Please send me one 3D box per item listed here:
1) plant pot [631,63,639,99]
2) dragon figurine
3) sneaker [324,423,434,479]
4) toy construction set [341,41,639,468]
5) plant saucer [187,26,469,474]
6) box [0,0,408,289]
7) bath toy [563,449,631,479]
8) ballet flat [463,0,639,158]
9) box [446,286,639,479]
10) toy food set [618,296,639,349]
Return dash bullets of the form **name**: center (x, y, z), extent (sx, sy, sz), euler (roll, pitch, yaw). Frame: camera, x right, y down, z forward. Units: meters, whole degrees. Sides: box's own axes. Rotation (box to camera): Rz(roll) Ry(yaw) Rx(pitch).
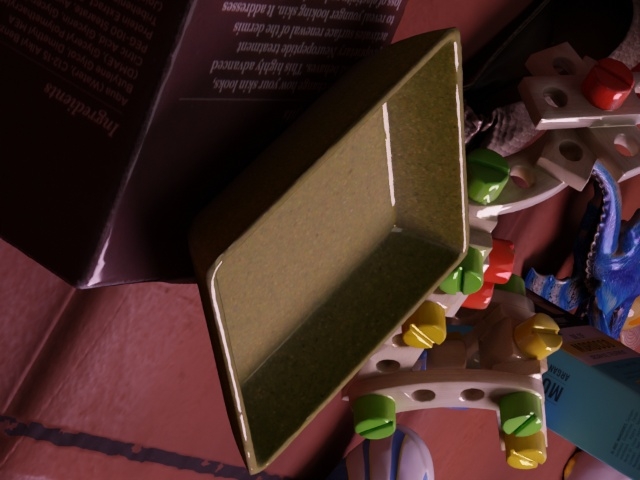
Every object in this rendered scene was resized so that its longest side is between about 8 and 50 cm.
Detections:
- **plant pot**: center (0.314, -0.155, 1.506), extent (0.191, 0.174, 0.191), euler (-39, 147, -31)
- **dragon figurine**: center (0.226, 0.034, 1.647), extent (0.144, 0.085, 0.289), euler (-54, 153, -9)
- **sneaker**: center (-0.006, 0.242, 1.475), extent (0.240, 0.091, 0.126), euler (-61, 151, 7)
- **toy construction set**: center (0.105, 0.019, 1.307), extent (0.215, 0.151, 0.328), euler (11, 129, -14)
- **plant saucer**: center (0.000, 0.000, 1.008), extent (0.188, 0.045, 0.188), euler (-46, 151, -25)
- **box**: center (-0.039, -0.175, 0.961), extent (0.191, 0.143, 0.381), euler (-5, 120, -58)
- **bath toy**: center (0.387, 0.162, 1.989), extent (0.348, 0.129, 0.151), euler (-46, 150, -21)
- **ballet flat**: center (0.163, -0.133, 1.394), extent (0.250, 0.084, 0.058), euler (-41, 150, -18)
- **box**: center (0.187, 0.101, 1.480), extent (0.100, 0.244, 0.060), euler (-2, 119, -57)
- **toy food set**: center (0.310, 0.044, 1.840), extent (0.132, 0.038, 0.192), euler (-40, 147, -30)
